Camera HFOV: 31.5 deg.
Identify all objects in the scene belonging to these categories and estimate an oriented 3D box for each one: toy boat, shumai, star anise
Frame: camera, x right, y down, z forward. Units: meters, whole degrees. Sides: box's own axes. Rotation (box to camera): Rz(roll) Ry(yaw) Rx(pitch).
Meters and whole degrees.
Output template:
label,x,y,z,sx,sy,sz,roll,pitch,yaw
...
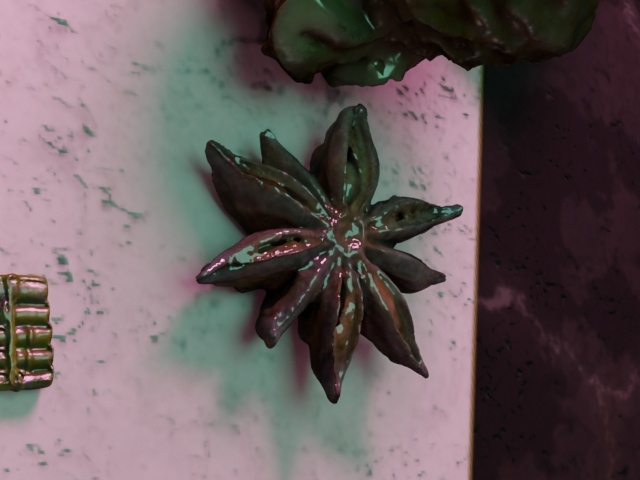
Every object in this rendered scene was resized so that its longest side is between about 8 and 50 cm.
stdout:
label,x,y,z,sx,sy,sz,roll,pitch,yaw
toy boat,-0.189,0.046,0.563,0.115,0.016,0.063,3,74,-38
shumai,0.047,-0.203,0.724,0.256,0.218,0.189,51,18,-16
star anise,0.000,0.000,0.701,0.182,0.065,0.195,26,65,-25
